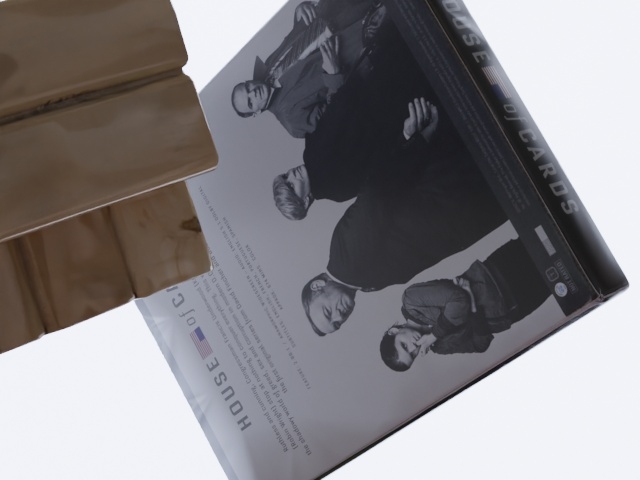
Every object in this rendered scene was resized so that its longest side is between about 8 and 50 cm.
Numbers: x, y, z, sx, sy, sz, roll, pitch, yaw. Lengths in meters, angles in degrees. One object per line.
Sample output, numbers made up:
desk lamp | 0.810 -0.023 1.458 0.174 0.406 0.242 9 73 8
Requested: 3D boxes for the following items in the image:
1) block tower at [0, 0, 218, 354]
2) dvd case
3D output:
block tower | -0.170 -0.003 0.495 0.097 0.335 0.091 -21 -83 -38
dvd case | 0.000 0.000 0.618 0.029 0.238 0.179 -17 -106 -46
